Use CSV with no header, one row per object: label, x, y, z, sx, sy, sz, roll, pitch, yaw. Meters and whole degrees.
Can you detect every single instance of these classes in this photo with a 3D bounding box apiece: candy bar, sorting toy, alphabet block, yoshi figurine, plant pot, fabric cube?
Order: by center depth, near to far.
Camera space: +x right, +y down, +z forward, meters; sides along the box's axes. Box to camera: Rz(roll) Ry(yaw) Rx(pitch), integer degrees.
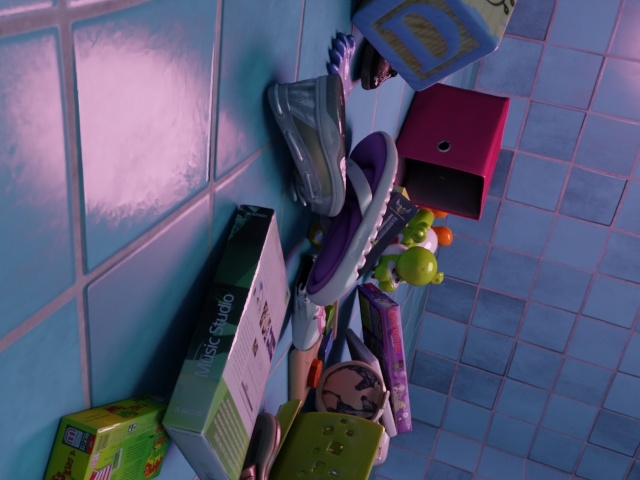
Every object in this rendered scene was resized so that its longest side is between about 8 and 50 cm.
alphabet block,0.204,-0.414,1.218,0.192,0.193,0.197,42,54,-25
plant pot,-0.023,0.453,1.360,0.227,0.207,0.228,102,13,-52
candy bar,0.000,0.000,1.376,0.161,0.018,0.040,54,54,-72
sorting toy,-0.004,0.197,1.520,0.229,0.041,0.307,-59,159,-44
fabric cube,0.360,-0.248,1.952,0.259,0.254,0.258,73,37,-63
yoshi figurine,0.294,0.030,2.020,0.362,0.203,0.203,-46,174,-44

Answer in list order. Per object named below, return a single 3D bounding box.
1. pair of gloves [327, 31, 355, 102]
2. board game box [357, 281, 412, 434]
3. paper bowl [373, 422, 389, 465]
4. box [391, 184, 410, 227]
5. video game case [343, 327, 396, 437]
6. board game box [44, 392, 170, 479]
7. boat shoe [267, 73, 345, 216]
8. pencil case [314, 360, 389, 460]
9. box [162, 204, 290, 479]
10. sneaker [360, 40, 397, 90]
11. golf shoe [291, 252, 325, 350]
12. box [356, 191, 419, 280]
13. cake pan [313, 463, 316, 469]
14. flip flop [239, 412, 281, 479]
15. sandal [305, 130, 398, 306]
pair of gloves,0.024,-0.250,1.194,0.159,0.023,0.198,66,43,-68
board game box,0.165,0.302,1.840,0.208,0.056,0.346,-130,-148,-71
paper bowl,0.132,0.551,2.084,0.284,0.148,0.284,8,90,-85
box,0.180,-0.091,1.797,0.232,0.087,0.058,45,63,-74
video game case,0.127,0.367,1.833,0.206,0.026,0.227,-136,-151,-67
board game box,-0.222,0.227,0.766,0.181,0.043,0.092,18,88,-75
boat shoe,-0.013,-0.135,1.070,0.320,0.103,0.118,83,8,-68
pencil case,0.075,0.437,1.728,0.410,0.184,0.160,89,6,-59
box,-0.113,0.146,0.959,0.232,0.058,0.322,84,16,-54
sneaker,0.159,-0.357,1.363,0.227,0.130,0.087,-55,154,-45
golf shoe,-0.028,0.114,1.323,0.086,0.067,0.186,23,76,-59
box,0.109,-0.015,1.434,0.183,0.059,0.232,-50,-177,3
cake pan,-0.032,0.695,1.922,0.293,0.054,0.293,16,90,-75
flip flop,-0.136,0.411,1.196,0.112,0.080,0.277,-30,-146,38
sandal,0.045,-0.073,1.271,0.169,0.102,0.416,-36,-152,42
